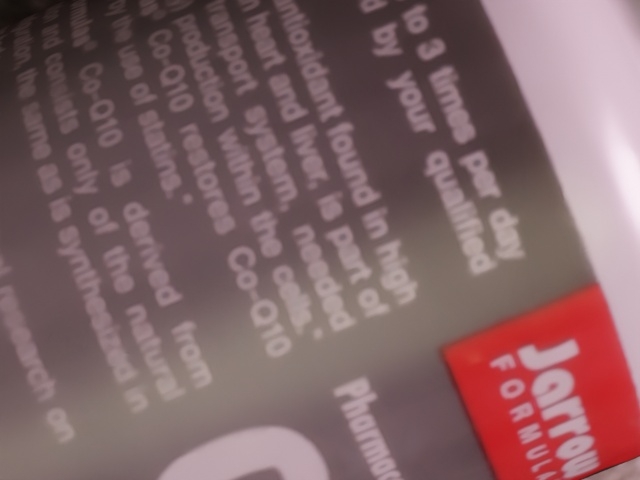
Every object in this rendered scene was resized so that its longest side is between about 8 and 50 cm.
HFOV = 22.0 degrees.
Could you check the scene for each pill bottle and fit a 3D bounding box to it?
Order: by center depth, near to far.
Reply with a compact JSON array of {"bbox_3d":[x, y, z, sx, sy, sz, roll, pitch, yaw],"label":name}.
[{"bbox_3d":[0.000,0.000,0.416,0.283,0.161,0.161,-23,122,4],"label":"pill bottle"}]
